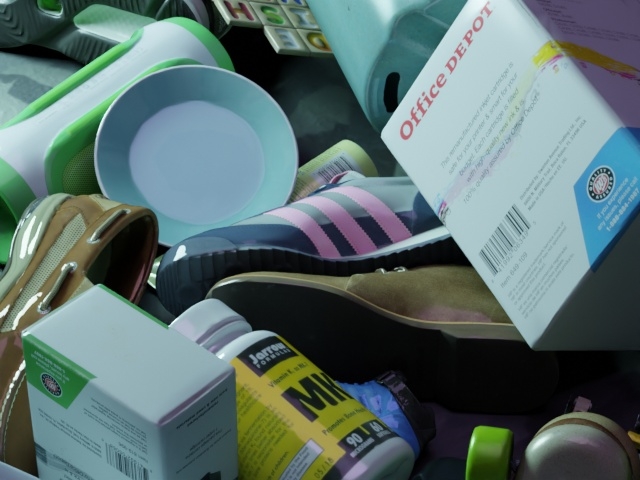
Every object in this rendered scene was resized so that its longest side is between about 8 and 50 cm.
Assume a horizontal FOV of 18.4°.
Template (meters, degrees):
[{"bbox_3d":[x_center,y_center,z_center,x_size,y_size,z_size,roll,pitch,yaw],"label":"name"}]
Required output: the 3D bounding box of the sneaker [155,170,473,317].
[{"bbox_3d":[0.000,0.000,1.777,0.319,0.112,0.131,-5,44,-16],"label":"sneaker"}]

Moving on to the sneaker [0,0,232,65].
[{"bbox_3d":[-0.273,-0.321,2.150,0.447,0.169,0.257,23,37,15],"label":"sneaker"}]

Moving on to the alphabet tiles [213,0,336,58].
[{"bbox_3d":[-0.018,-0.251,2.049,0.237,0.009,0.198,2,42,-36],"label":"alphabet tiles"}]

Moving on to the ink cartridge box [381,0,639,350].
[{"bbox_3d":[0.227,-0.069,1.700,0.197,0.198,0.270,2,43,-41],"label":"ink cartridge box"}]

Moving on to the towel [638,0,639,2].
[{"bbox_3d":[0.276,-0.231,2.070,0.237,0.037,0.329,-1,45,2],"label":"towel"}]

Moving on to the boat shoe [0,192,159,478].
[{"bbox_3d":[-0.215,0.077,1.657,0.120,0.122,0.324,-5,46,19],"label":"boat shoe"}]

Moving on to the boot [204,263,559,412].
[{"bbox_3d":[0.052,0.069,1.703,0.305,0.112,0.115,10,37,-1],"label":"boot"}]

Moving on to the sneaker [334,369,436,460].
[{"bbox_3d":[0.028,0.135,1.653,0.152,0.058,0.084,31,56,27],"label":"sneaker"}]

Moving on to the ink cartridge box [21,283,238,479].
[{"bbox_3d":[-0.143,0.161,1.520,0.153,0.208,0.087,29,47,30],"label":"ink cartridge box"}]

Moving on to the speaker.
[{"bbox_3d":[-0.214,-0.099,1.884,0.131,0.131,0.296,27,49,29],"label":"speaker"}]

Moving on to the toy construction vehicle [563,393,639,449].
[{"bbox_3d":[0.238,0.169,1.633,0.086,0.035,0.098,19,47,7],"label":"toy construction vehicle"}]

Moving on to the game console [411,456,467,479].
[{"bbox_3d":[0.153,0.331,1.426,0.342,0.060,0.386,18,44,21],"label":"game console"}]

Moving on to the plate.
[{"bbox_3d":[-0.114,-0.073,1.818,0.188,0.024,0.188,2,67,-6],"label":"plate"}]

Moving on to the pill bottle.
[{"bbox_3d":[-0.038,0.147,1.567,0.208,0.119,0.119,38,54,20],"label":"pill bottle"}]

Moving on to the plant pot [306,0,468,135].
[{"bbox_3d":[0.116,-0.282,1.913,0.341,0.341,0.334,-11,53,-10],"label":"plant pot"}]

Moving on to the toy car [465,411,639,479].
[{"bbox_3d":[0.195,0.191,1.492,0.155,0.149,0.188,7,12,11],"label":"toy car"}]

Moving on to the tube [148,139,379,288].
[{"bbox_3d":[-0.052,-0.010,1.835,0.240,0.062,0.070,-34,7,-26],"label":"tube"}]

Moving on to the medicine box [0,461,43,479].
[{"bbox_3d":[-0.240,0.298,1.333,0.289,0.149,0.263,26,42,-9],"label":"medicine box"}]
